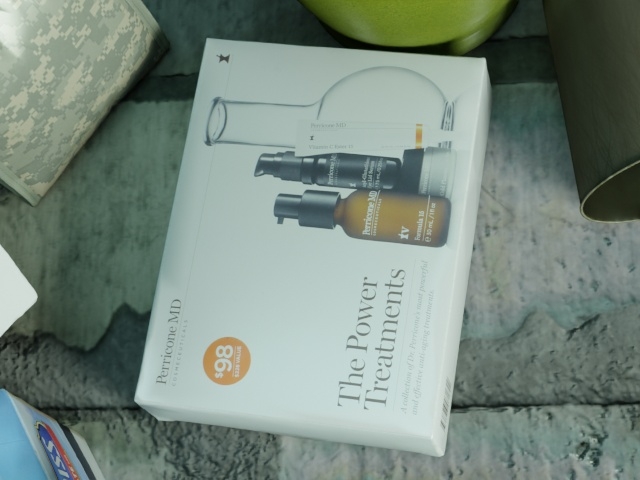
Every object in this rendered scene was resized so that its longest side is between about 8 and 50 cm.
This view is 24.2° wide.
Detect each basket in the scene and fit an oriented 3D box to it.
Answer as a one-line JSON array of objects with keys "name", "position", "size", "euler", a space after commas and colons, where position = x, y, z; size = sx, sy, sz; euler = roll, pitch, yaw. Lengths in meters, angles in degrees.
[{"name": "basket", "position": [0.308, -0.157, 1.410], "size": [0.204, 0.154, 0.227], "euler": [-17, 66, 2]}]

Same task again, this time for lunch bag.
[{"name": "lunch bag", "position": [-0.306, -0.199, 1.449], "size": [0.169, 0.287, 0.235], "euler": [36, 81, 18]}]

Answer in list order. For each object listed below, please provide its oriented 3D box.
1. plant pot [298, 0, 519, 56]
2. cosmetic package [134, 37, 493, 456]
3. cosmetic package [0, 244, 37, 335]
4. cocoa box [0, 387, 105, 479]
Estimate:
[{"name": "plant pot", "position": [0.075, -0.341, 1.398], "size": [0.367, 0.353, 0.366], "euler": [-3, 71, 9]}, {"name": "cosmetic package", "position": [0.000, 0.000, 1.434], "size": [0.284, 0.097, 0.377], "euler": [5, 72, 14]}, {"name": "cosmetic package", "position": [-0.476, 0.052, 1.354], "size": [0.385, 0.156, 0.217], "euler": [6, 47, 42]}, {"name": "cocoa box", "position": [-0.264, 0.345, 1.287], "size": [0.231, 0.228, 0.347], "euler": [-30, 69, -1]}]
